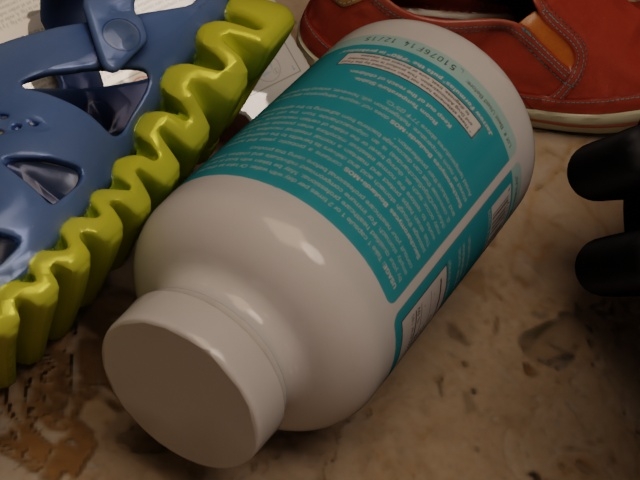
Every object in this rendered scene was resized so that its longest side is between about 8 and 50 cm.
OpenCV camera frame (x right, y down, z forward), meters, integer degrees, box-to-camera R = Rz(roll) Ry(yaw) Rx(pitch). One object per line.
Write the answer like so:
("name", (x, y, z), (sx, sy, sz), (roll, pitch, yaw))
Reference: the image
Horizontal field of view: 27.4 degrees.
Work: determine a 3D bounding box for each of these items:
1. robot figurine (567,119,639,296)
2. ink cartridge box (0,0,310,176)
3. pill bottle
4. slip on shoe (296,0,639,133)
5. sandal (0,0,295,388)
("robot figurine", (0.291, -0.021, 0.767), (0.278, 0.209, 0.174), (-2, 34, -14))
("ink cartridge box", (-0.125, -0.132, 0.822), (0.189, 0.066, 0.232), (-29, 94, -21))
("pill bottle", (0.000, 0.000, 0.701), (0.146, 0.146, 0.264), (29, 47, 15))
("slip on shoe", (0.151, -0.149, 0.913), (0.331, 0.101, 0.123), (4, 44, -12))
("sandal", (-0.145, -0.047, 0.698), (0.138, 0.126, 0.317), (36, 52, -4))
